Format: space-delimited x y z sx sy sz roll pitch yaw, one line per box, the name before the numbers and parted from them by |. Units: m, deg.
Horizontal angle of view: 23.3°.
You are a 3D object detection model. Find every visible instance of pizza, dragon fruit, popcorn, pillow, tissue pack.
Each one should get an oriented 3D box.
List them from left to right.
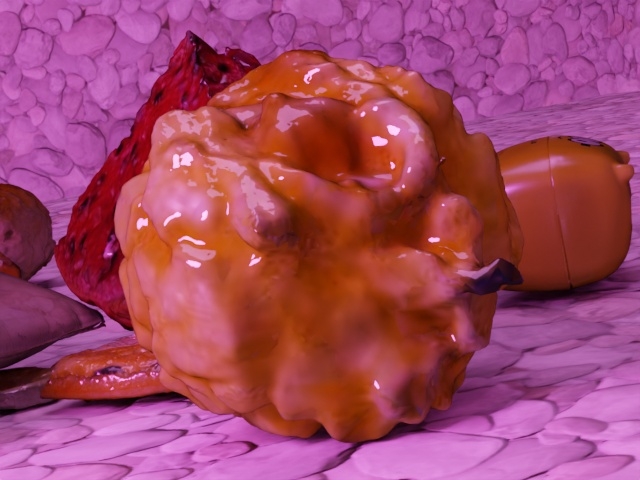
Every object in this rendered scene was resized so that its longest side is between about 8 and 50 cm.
pillow | -0.341 0.052 1.228 0.302 0.075 0.185 13 20 31
pizza | -0.119 0.092 1.113 0.160 0.036 0.099 -7 8 10
dragon fruit | -0.014 -0.041 1.213 0.330 0.240 0.302 -3 12 -26
popcorn | 0.003 0.007 0.932 0.249 0.249 0.225 -13 22 -26
tissue pack | 0.197 -0.024 1.280 0.127 0.123 0.178 -7 7 11

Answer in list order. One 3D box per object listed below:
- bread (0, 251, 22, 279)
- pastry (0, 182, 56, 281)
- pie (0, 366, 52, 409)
bread | -0.400 0.064 1.454 0.210 0.099 0.235 -15 15 -27
pastry | -0.463 0.009 1.770 0.329 0.136 0.329 -10 7 1
pie | -0.229 0.112 1.157 0.084 0.020 0.084 -7 9 1
